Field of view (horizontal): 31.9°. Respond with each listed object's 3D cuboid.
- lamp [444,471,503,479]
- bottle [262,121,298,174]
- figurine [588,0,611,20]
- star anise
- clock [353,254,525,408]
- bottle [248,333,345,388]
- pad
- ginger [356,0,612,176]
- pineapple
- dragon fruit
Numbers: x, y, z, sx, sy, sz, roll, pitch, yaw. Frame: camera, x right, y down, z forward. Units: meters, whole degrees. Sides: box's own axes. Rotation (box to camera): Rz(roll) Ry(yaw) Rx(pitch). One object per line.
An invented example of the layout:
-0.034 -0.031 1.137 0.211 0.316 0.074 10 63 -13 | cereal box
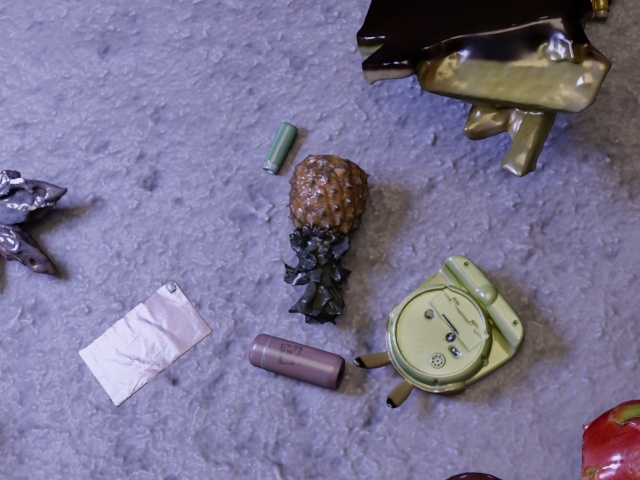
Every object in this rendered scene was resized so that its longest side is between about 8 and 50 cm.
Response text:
0.209 0.388 1.508 0.156 0.135 0.157 41 85 19 | lamp
-0.065 -0.147 1.785 0.030 0.030 0.083 21 77 15 | bottle
0.432 -0.424 1.778 0.101 0.068 0.143 24 90 11 | figurine
-0.525 -0.023 1.781 0.257 0.110 0.198 -5 71 15 | star anise
0.169 0.146 1.629 0.232 0.069 0.170 -37 70 -4 | clock
-0.035 0.179 1.661 0.140 0.053 0.053 15 75 14 | bottle
-0.273 0.157 1.733 0.188 0.006 0.113 -38 71 -4 | pad
0.231 -0.265 1.684 0.358 0.211 0.413 -18 33 -3 | ginger
0.001 0.000 1.682 0.128 0.128 0.248 6 77 11 | pineapple
0.449 0.310 1.456 0.227 0.224 0.224 -8 70 27 | dragon fruit
